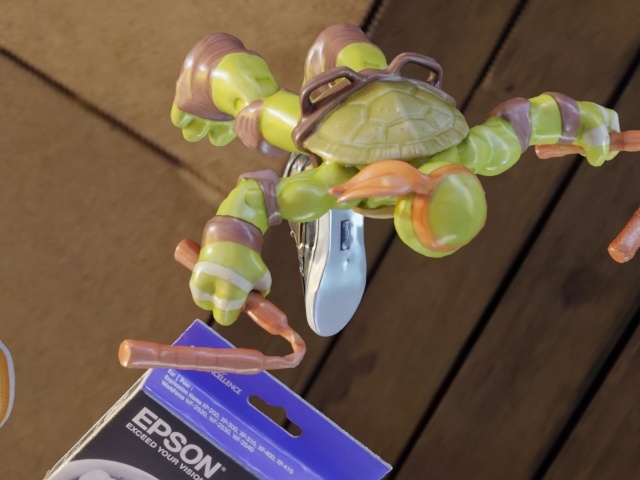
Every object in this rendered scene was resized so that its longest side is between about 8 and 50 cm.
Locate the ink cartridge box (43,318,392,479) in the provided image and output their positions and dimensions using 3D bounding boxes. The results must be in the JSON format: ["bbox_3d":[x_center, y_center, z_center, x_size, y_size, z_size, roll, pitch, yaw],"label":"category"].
[{"bbox_3d":[-0.086,0.193,1.216,0.206,0.045,0.208,38,117,-12],"label":"ink cartridge box"}]

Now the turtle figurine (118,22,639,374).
[{"bbox_3d":[0.008,-0.040,0.679,0.270,0.217,0.087,-22,121,-17],"label":"turtle figurine"}]

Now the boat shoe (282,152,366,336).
[{"bbox_3d":[0.000,0.000,1.523,0.083,0.065,0.183,28,119,47],"label":"boat shoe"}]

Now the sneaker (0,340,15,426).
[{"bbox_3d":[-0.262,0.053,0.776,0.321,0.128,0.126,23,114,53],"label":"sneaker"}]
